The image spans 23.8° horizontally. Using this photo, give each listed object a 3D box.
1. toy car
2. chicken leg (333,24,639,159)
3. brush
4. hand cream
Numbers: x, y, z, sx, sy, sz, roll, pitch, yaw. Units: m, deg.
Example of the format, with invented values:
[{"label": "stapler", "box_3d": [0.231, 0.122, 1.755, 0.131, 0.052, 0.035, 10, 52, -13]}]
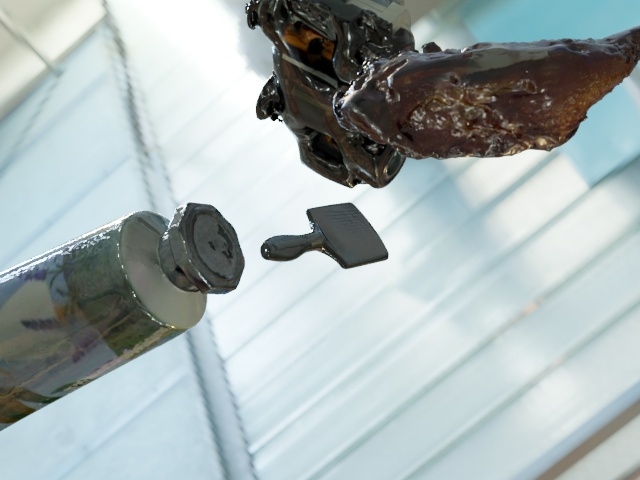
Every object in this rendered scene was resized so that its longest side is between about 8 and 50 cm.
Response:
[{"label": "toy car", "box_3d": [0.017, -0.181, 1.717, 0.193, 0.118, 0.301, 28, 151, 22]}, {"label": "chicken leg", "box_3d": [0.108, -0.087, 0.814, 0.093, 0.205, 0.053, -102, 11, -54]}, {"label": "brush", "box_3d": [0.000, 0.000, 1.249, 0.063, 0.016, 0.193, 54, -156, 13]}, {"label": "hand cream", "box_3d": [-0.151, 0.054, 0.737, 0.091, 0.271, 0.058, 57, -149, -13]}]
